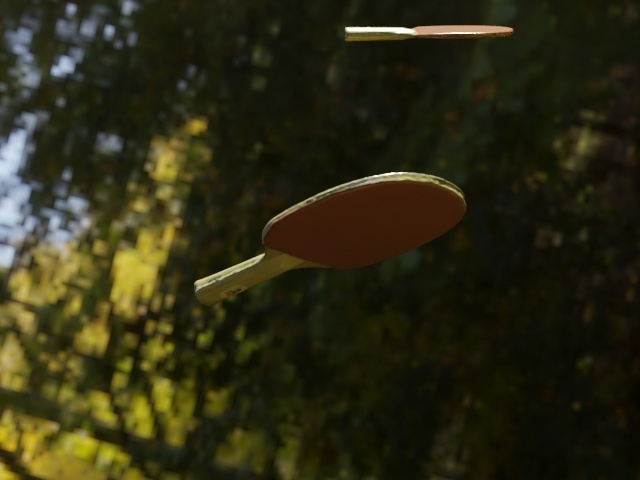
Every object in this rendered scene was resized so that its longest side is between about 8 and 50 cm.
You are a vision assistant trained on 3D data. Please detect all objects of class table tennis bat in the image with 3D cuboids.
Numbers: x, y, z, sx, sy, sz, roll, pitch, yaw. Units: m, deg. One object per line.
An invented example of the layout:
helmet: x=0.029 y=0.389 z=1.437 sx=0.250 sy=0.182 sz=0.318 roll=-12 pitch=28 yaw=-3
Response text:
table tennis bat: x=0.000 y=0.000 z=1.504 sx=0.138 sy=0.246 sz=0.022 roll=22 pitch=-128 yaw=-50
table tennis bat: x=0.101 y=-0.191 z=1.778 sx=0.087 sy=0.156 sz=0.013 roll=-97 pitch=7 yaw=-79
